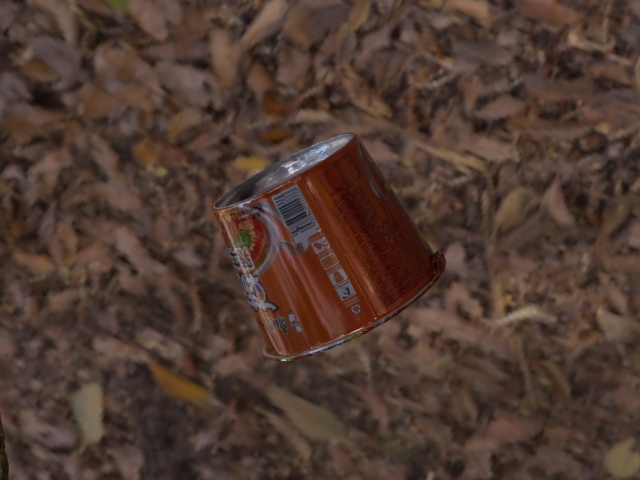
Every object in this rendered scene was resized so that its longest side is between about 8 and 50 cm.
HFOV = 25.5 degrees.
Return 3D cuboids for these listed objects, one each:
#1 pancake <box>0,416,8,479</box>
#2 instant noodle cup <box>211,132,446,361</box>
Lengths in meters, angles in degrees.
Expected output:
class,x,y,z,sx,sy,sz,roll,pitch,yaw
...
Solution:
class,x,y,z,sx,sy,sz,roll,pitch,yaw
pancake,-0.300,0.023,0.682,0.382,0.071,0.382,22,135,25
instant noodle cup,0.000,0.000,1.675,0.250,0.250,0.192,-16,106,44
